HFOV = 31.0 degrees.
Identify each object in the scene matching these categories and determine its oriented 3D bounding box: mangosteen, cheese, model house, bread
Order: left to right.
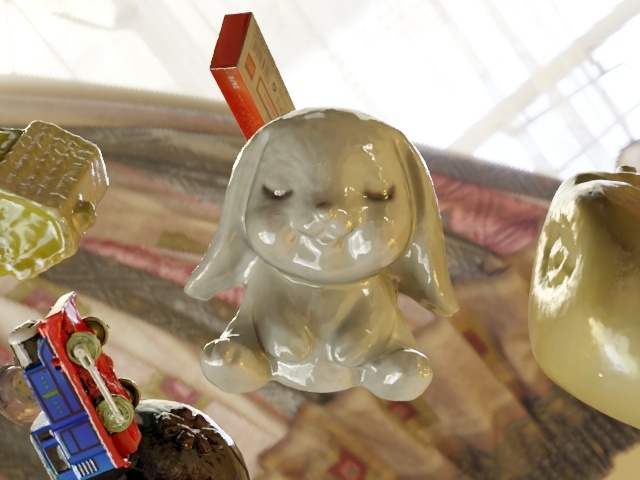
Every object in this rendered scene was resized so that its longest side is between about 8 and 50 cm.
[{"bbox_3d":[-0.388,-0.044,1.486,0.234,0.174,0.193,1,-151,6],"label":"model house"},{"bbox_3d":[-0.510,0.242,1.978,0.042,0.105,0.191,-40,-153,22],"label":"cheese"},{"bbox_3d":[-0.260,0.404,1.711,0.307,0.307,0.346,-87,-158,-65],"label":"mangosteen"},{"bbox_3d":[0.428,0.093,1.295,0.348,0.376,0.252,-89,-167,-70],"label":"bread"}]

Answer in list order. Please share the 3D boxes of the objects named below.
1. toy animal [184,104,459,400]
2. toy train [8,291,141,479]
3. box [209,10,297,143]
[{"bbox_3d":[0.000,0.000,1.099,0.272,0.264,0.206,1,-157,3],"label":"toy animal"},{"bbox_3d":[-0.291,0.176,1.353,0.131,0.204,0.082,-22,-166,7],"label":"toy train"},{"bbox_3d":[-0.096,-0.221,1.740,0.050,0.229,0.122,-4,-128,19],"label":"box"}]
